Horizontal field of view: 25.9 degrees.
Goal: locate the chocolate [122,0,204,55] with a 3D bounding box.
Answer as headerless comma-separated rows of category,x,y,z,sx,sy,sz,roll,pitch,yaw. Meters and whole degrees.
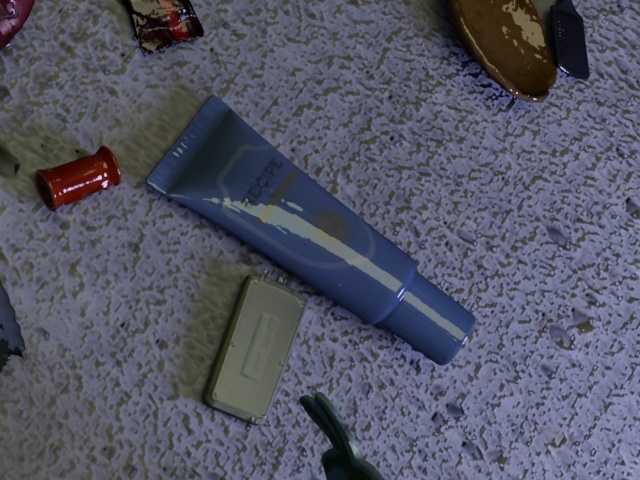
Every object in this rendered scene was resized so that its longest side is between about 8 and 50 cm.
chocolate,-0.199,-0.298,1.552,0.086,0.028,0.182,-22,87,-23

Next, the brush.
brush,0.313,-0.297,1.765,0.063,0.016,0.193,14,64,-40

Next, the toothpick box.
toothpick box,-0.252,-0.066,1.456,0.083,0.047,0.047,-24,86,-27

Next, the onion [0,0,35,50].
onion,-0.360,-0.240,1.412,0.184,0.184,0.147,-61,143,-24

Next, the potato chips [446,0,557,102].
potato chips,0.216,-0.256,1.699,0.202,0.049,0.150,52,51,-4

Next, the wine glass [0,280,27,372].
wine glass,-0.416,0.003,1.298,0.190,0.190,0.357,-21,80,-26

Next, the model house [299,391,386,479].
model house,-0.050,0.343,1.274,0.300,0.323,0.340,-21,84,-27

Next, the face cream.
face cream,0.000,0.000,1.526,0.385,0.086,0.135,36,63,-4

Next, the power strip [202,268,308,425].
power strip,-0.068,0.110,1.495,0.076,0.028,0.169,25,70,-14
